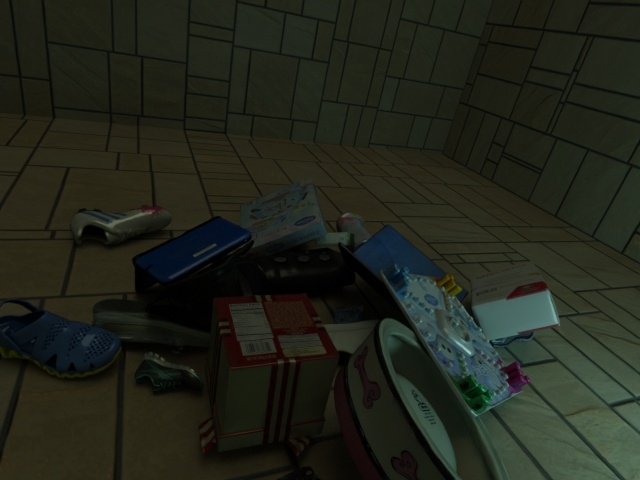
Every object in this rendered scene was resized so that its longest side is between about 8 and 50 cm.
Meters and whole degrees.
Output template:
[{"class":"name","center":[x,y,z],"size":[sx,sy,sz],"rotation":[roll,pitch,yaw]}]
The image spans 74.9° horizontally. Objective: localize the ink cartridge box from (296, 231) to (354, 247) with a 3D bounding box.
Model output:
[{"class":"ink cartridge box","center":[0.000,0.000,1.585],"size":[0.235,0.056,0.171],"rotation":[-1,0,14]}]

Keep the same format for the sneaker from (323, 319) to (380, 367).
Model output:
[{"class":"sneaker","center":[0.091,0.297,1.181],"size":[0.290,0.106,0.123],"rotation":[2,61,-35]}]

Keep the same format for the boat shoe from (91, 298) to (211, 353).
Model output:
[{"class":"boat shoe","center":[-0.419,0.231,1.079],"size":[0.321,0.102,0.118],"rotation":[12,10,-13]}]

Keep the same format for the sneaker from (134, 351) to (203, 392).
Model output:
[{"class":"sneaker","center":[-0.354,0.323,0.969],"size":[0.167,0.064,0.076],"rotation":[15,43,13]}]

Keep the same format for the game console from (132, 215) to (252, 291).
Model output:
[{"class":"game console","center":[-0.373,0.067,1.224],"size":[0.250,0.173,0.293],"rotation":[24,43,36]}]

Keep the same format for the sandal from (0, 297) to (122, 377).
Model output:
[{"class":"sandal","center":[-0.618,0.217,0.950],"size":[0.318,0.138,0.126],"rotation":[11,36,-3]}]

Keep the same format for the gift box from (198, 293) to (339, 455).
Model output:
[{"class":"gift box","center":[-0.122,0.293,0.887],"size":[0.256,0.257,0.276],"rotation":[2,29,-18]}]

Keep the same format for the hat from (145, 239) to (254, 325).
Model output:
[{"class":"hat","center":[-0.273,0.132,1.050],"size":[0.331,0.331,0.133],"rotation":[-32,94,-54]}]

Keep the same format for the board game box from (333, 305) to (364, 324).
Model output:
[{"class":"board game box","center":[0.090,0.238,1.309],"size":[0.090,0.019,0.090],"rotation":[-5,24,12]}]

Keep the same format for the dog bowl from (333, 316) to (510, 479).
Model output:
[{"class":"dog bowl","center":[0.188,0.362,0.821],"size":[0.408,0.150,0.408],"rotation":[45,17,-18]}]

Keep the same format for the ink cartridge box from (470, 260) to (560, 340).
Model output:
[{"class":"ink cartridge box","center":[0.625,0.192,1.377],"size":[0.226,0.131,0.306],"rotation":[-20,4,23]}]

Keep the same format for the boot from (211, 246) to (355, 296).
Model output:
[{"class":"boot","center":[-0.083,0.145,1.340],"size":[0.446,0.146,0.367],"rotation":[1,31,-31]}]

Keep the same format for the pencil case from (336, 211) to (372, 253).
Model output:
[{"class":"pencil case","center":[0.156,-0.015,1.754],"size":[0.124,0.113,0.273],"rotation":[-9,32,-10]}]

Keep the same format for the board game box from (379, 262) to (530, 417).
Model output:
[{"class":"board game box","center":[0.364,0.234,1.099],"size":[0.390,0.050,0.389],"rotation":[12,40,-50]}]

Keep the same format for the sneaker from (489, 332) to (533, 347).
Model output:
[{"class":"sneaker","center":[0.628,0.287,1.387],"size":[0.224,0.098,0.083],"rotation":[-3,31,-28]}]

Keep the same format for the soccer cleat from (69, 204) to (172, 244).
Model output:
[{"class":"soccer cleat","center":[-0.695,-0.041,1.480],"size":[0.332,0.116,0.143],"rotation":[-5,48,-26]}]

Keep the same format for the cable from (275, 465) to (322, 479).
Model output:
[{"class":"cable","center":[-0.042,0.498,0.750],"size":[0.185,0.047,0.150],"rotation":[3,35,-45]}]

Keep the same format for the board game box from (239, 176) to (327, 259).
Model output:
[{"class":"board game box","center":[-0.153,-0.084,1.592],"size":[0.319,0.065,0.317],"rotation":[-20,39,7]}]

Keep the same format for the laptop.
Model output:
[{"class":"laptop","center":[0.284,0.099,1.326],"size":[0.382,0.236,0.408],"rotation":[42,-5,14]}]
